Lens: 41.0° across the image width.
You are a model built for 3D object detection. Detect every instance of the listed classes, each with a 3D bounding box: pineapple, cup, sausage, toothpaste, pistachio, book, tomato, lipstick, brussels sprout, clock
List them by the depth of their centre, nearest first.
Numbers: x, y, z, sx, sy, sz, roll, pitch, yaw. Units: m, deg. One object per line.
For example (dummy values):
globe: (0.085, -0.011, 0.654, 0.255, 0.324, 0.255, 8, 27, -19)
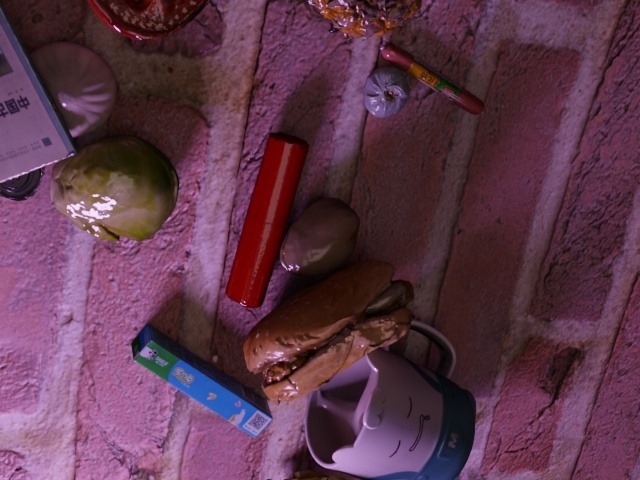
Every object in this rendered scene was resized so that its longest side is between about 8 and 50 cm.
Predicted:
book: (-0.479, -0.212, 1.159, 0.214, 0.025, 0.283, -17, 114, 16)
tomato: (-0.241, -0.393, 1.169, 0.227, 0.101, 0.228, -9, 113, -23)
brussels sprout: (-0.296, -0.085, 1.251, 0.183, 0.131, 0.145, 21, 124, -23)
clock: (-0.447, -0.099, 1.260, 0.074, 0.010, 0.083, 22, 102, -22)
pineapple: (0.080, -0.397, 1.276, 0.224, 0.076, 0.225, -6, 110, -16)
lipstick: (-0.086, -0.030, 1.363, 0.073, 0.073, 0.280, 12, 106, -20)
pistachio: (0.000, 0.000, 1.374, 0.149, 0.113, 0.113, -37, 118, -25)
sausage: (0.183, -0.260, 1.381, 0.223, 0.029, 0.029, 27, 100, -23)
toothpaste: (-0.195, 0.237, 1.432, 0.266, 0.065, 0.050, 38, 98, -26)
cup: (0.134, 0.281, 1.477, 0.257, 0.219, 0.290, 25, 76, -24)

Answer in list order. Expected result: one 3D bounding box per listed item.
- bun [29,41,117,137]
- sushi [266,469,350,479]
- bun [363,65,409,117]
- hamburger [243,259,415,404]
bun: (-0.356, -0.209, 1.203, 0.138, 0.094, 0.138, -4, 108, -13)
sushi: (-0.018, 0.473, 1.489, 0.139, 0.291, 0.131, 17, 64, -18)
bun: (0.105, -0.234, 1.358, 0.083, 0.045, 0.083, -4, 111, -10)
hamburger: (0.012, 0.135, 1.353, 0.283, 0.259, 0.145, -27, 87, -12)
